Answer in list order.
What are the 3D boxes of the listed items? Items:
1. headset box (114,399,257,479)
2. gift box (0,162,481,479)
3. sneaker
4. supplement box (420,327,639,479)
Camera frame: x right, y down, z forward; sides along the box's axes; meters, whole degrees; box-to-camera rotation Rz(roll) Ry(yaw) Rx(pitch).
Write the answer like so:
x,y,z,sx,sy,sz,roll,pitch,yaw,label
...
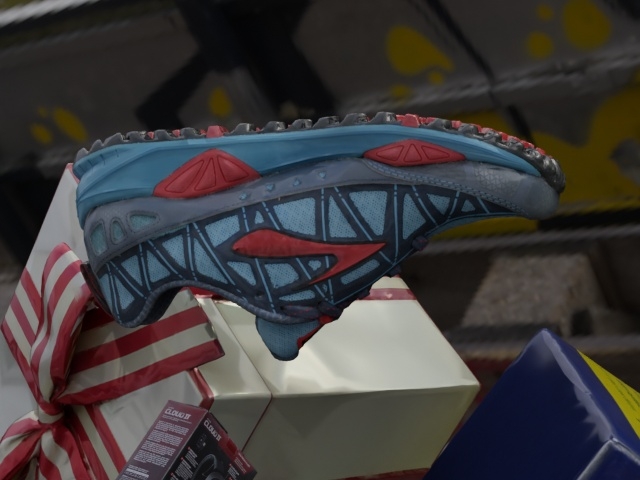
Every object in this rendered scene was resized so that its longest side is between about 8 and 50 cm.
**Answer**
x,y,z,sx,sy,sz,roll,pitch,yaw,label
-0.074,0.132,0.768,0.032,0.062,0.083,9,55,38,headset box
-0.073,0.109,0.946,0.258,0.255,0.276,2,33,-37,gift box
0.000,0.000,0.756,0.262,0.125,0.104,-3,0,15,sneaker
0.225,0.246,0.815,0.195,0.356,0.194,-54,9,10,supplement box
